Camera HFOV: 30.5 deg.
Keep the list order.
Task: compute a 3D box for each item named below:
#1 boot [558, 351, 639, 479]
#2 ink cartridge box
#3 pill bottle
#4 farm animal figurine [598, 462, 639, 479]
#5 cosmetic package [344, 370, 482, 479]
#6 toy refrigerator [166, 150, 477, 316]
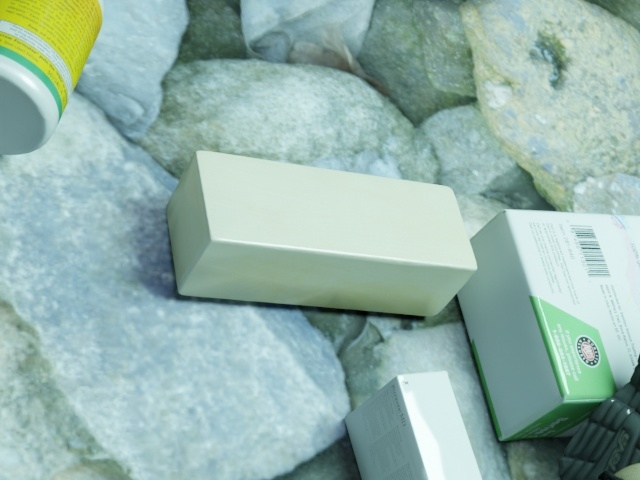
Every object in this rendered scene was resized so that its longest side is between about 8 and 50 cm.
[{"bbox_3d":[0.383,0.136,1.060,0.222,0.338,0.118,16,32,-37],"label":"boot"},{"bbox_3d":[0.294,0.085,1.185,0.278,0.117,0.201,2,60,-28],"label":"ink cartridge box"},{"bbox_3d":[-0.261,-0.187,1.044,0.117,0.117,0.208,24,51,-14],"label":"pill bottle"},{"bbox_3d":[0.281,0.300,0.946,0.330,0.327,0.172,-33,35,-26],"label":"farm animal figurine"},{"bbox_3d":[0.097,0.239,0.988,0.060,0.099,0.239,-2,62,-30],"label":"cosmetic package"},{"bbox_3d":[0.000,0.000,1.092,0.269,0.094,0.102,6,51,-27],"label":"toy refrigerator"}]
